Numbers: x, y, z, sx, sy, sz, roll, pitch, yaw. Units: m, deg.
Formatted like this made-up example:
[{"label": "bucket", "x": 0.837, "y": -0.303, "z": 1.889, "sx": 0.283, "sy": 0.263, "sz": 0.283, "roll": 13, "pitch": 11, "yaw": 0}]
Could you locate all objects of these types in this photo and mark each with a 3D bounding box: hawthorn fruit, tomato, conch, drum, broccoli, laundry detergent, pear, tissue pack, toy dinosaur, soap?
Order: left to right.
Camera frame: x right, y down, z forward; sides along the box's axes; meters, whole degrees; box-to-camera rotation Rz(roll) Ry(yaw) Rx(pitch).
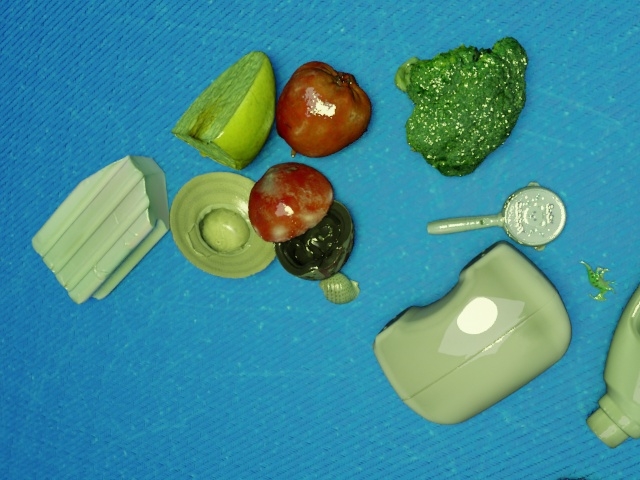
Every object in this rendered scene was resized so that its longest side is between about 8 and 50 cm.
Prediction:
[{"label": "soap", "x": -0.501, "y": -0.038, "z": 1.214, "sx": 0.347, "sy": 0.115, "sz": 0.208, "roll": -44, "pitch": 82, "yaw": 14}, {"label": "pear", "x": -0.168, "y": -0.278, "z": 1.082, "sx": 0.288, "sy": 0.139, "sz": 0.239, "roll": 23, "pitch": 85, "yaw": 55}, {"label": "tomato", "x": -0.072, "y": -0.093, "z": 1.048, "sx": 0.189, "sy": 0.099, "sz": 0.173, "roll": -33, "pitch": 44, "yaw": 0}, {"label": "hawthorn fruit", "x": -0.006, "y": -0.246, "z": 1.026, "sx": 0.185, "sy": 0.185, "sz": 0.202, "roll": 47, "pitch": 118, "yaw": 9}, {"label": "conch", "x": 0.038, "y": 0.106, "z": 1.093, "sx": 0.085, "sy": 0.056, "sz": 0.076, "roll": 9, "pitch": 108, "yaw": 17}, {"label": "broccoli", "x": 0.241, "y": -0.252, "z": 0.947, "sx": 0.254, "sy": 0.269, "sz": 0.269, "roll": -14, "pitch": 89, "yaw": -26}, {"label": "tissue pack", "x": 0.282, "y": 0.180, "z": 0.930, "sx": 0.333, "sy": 0.229, "sz": 0.236, "roll": -41, "pitch": 80, "yaw": 16}, {"label": "drum", "x": 0.341, "y": -0.057, "z": 0.993, "sx": 0.253, "sy": 0.049, "sz": 0.130, "roll": 9, "pitch": 96, "yaw": 16}, {"label": "toy dinosaur", "x": 0.517, "y": 0.078, "z": 0.964, "sx": 0.083, "sy": 0.021, "sz": 0.062, "roll": 23, "pitch": 112, "yaw": 13}, {"label": "laundry detergent", "x": 0.622, "y": 0.197, "z": 0.889, "sx": 0.264, "sy": 0.124, "sz": 0.398, "roll": 43, "pitch": 106, "yaw": 9}]

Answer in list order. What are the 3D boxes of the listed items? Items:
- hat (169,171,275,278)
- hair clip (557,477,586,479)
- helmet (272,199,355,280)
[{"label": "hat", "x": -0.214, "y": -0.019, "z": 1.124, "sx": 0.252, "sy": 0.252, "sz": 0.110, "roll": 56, "pitch": 146, "yaw": 7}, {"label": "hair clip", "x": 0.529, "y": 0.507, "z": 0.958, "sx": 0.292, "sy": 0.084, "sz": 0.106, "roll": -3, "pitch": 87, "yaw": 12}, {"label": "helmet", "x": 0.002, "y": 0.013, "z": 1.068, "sx": 0.177, "sy": 0.107, "sz": 0.153, "roll": -45, "pitch": 49, "yaw": -8}]
